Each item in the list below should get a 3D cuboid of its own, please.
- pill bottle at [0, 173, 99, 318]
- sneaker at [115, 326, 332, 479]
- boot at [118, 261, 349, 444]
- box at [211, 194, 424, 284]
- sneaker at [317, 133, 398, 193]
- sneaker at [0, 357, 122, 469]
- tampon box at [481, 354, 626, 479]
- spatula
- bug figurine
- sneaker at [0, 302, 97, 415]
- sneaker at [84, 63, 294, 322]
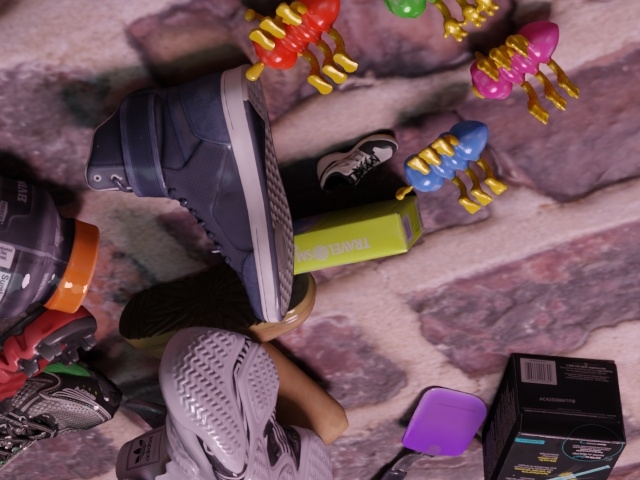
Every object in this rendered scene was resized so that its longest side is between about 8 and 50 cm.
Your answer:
[{"bbox_3d":[-0.329,-0.005,1.479,0.245,0.130,0.130,17,139,-20],"label":"pill bottle"},{"bbox_3d":[-0.134,0.201,1.617,0.210,0.137,0.366,-1,150,20],"label":"sneaker"},{"bbox_3d":[-0.047,0.127,1.685,0.236,0.089,0.269,-9,142,32],"label":"boot"},{"bbox_3d":[0.000,0.000,1.504,0.178,0.109,0.042,-12,98,14],"label":"box"},{"bbox_3d":[0.035,-0.067,1.471,0.083,0.037,0.032,-24,134,26],"label":"sneaker"},{"bbox_3d":[-0.363,0.216,1.746,0.343,0.146,0.134,-19,138,22],"label":"sneaker"},{"bbox_3d":[0.252,0.214,1.771,0.120,0.101,0.161,6,142,-5],"label":"tampon box"},{"bbox_3d":[0.102,0.264,1.894,0.084,0.030,0.296,13,140,-19],"label":"spatula"},{"bbox_3d":[0.081,-0.146,1.343,0.216,0.072,0.279,-34,126,27],"label":"bug figurine"},{"bbox_3d":[-0.351,0.113,1.623,0.276,0.135,0.097,-37,168,23],"label":"sneaker"},{"bbox_3d":[-0.115,-0.030,1.420,0.163,0.086,0.226,-10,99,12],"label":"sneaker"}]
